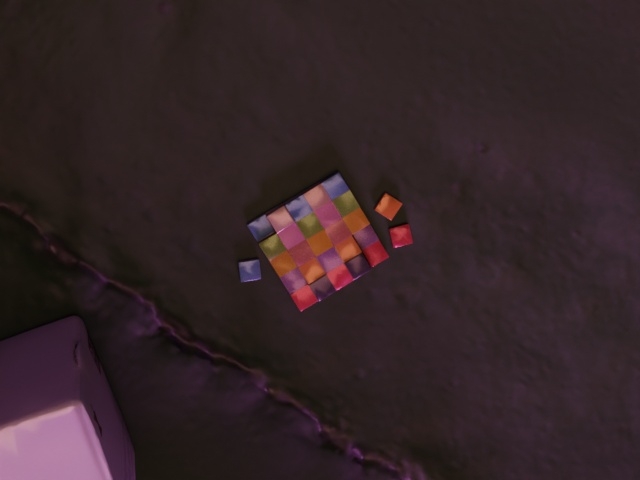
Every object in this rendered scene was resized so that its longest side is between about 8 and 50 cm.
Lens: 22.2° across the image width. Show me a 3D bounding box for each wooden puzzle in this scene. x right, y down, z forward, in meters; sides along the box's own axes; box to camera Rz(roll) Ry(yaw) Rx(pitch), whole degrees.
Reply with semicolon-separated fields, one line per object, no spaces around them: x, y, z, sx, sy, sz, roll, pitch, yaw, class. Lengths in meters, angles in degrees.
0.000;0.000;0.756;0.083;0.006;0.049;-31;108;1;wooden puzzle

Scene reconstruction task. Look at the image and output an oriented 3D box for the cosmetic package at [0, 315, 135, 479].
-0.198;0.122;0.704;0.231;0.117;0.085;-19;108;-2;cosmetic package
